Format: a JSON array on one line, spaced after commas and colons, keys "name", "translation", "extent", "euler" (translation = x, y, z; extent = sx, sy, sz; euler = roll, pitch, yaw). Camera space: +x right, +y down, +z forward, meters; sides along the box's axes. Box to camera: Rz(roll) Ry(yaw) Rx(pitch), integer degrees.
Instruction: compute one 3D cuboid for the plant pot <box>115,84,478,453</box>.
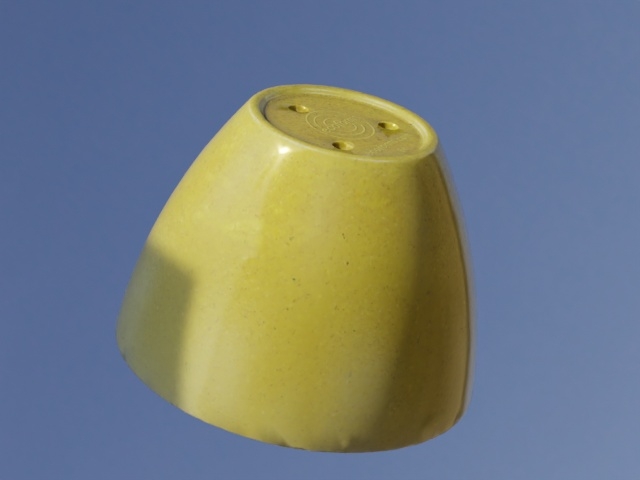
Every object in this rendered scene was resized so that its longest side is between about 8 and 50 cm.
[{"name": "plant pot", "translation": [0.000, 0.000, 0.620], "extent": [0.134, 0.134, 0.095], "euler": [-10, -58, -41]}]
